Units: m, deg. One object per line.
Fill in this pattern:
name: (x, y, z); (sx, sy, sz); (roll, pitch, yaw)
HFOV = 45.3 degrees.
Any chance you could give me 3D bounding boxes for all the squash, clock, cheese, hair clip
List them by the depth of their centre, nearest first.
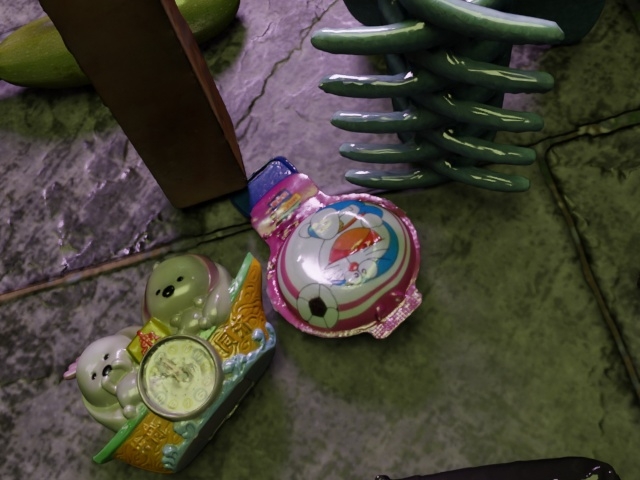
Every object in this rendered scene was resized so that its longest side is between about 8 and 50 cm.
hair clip: (0.113, -0.200, 0.674); (0.392, 0.318, 0.238); (9, 70, 11)
clock: (-0.133, 0.104, 0.699); (0.144, 0.103, 0.231); (37, 79, 13)
cheese: (0.000, 0.000, 0.744); (0.155, 0.062, 0.244); (-41, 56, -6)
squash: (-0.249, -0.227, 0.869); (0.341, 0.094, 0.094); (-17, 66, -1)

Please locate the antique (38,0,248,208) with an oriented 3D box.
antique: (-0.151, -0.155, 0.693); (0.088, 0.310, 0.093); (-18, 58, 2)

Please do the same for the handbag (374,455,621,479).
handbag: (0.142, 0.294, 0.585); (0.223, 0.080, 0.246); (-8, 66, 6)

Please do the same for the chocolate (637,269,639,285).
chocolate: (0.428, -0.039, 0.664); (0.321, 0.112, 0.112); (-37, 65, -6)
